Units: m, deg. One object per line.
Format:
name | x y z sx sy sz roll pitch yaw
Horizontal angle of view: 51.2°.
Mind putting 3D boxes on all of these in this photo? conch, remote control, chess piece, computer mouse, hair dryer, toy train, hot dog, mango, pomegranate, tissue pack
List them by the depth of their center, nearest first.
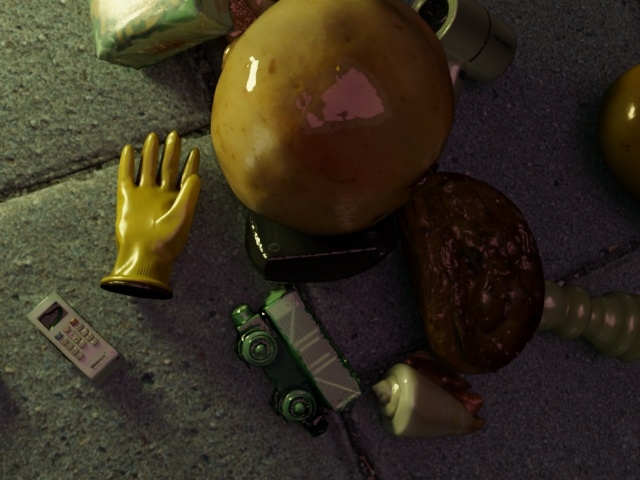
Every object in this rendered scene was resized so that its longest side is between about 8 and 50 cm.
pomegranate | 0.003 -0.203 1.057 0.412 0.411 0.411 2 82 -16
remote control | -0.405 0.165 1.111 0.166 0.029 0.065 45 75 -1
tissue pack | -0.285 -0.473 1.127 0.228 0.128 0.310 -11 86 28
toy train | -0.045 0.209 1.164 0.154 0.115 0.269 -34 92 -12
computer mouse | 0.000 0.000 1.194 0.269 0.100 0.170 -5 43 -13
hot dog | 0.268 0.052 1.226 0.267 0.174 0.387 -10 80 -28
conch | 0.189 0.302 1.231 0.255 0.127 0.158 34 40 -30
hair dryer | 0.241 -0.284 1.301 0.203 0.128 0.361 14 94 -40
chess piece | 0.508 0.147 1.326 0.251 0.144 0.144 14 79 -7
mango | 0.760 -0.175 1.388 0.300 0.232 0.445 -41 101 -21

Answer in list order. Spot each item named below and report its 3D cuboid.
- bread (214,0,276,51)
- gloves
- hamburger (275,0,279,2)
bread | -0.142 -0.408 1.227 0.142 0.091 0.305 -34 92 -7
gloves | -0.288 -0.054 1.143 0.133 0.116 0.294 13 73 -21
hamburger | 0.002 -0.465 1.267 0.177 0.113 0.185 25 77 -10
